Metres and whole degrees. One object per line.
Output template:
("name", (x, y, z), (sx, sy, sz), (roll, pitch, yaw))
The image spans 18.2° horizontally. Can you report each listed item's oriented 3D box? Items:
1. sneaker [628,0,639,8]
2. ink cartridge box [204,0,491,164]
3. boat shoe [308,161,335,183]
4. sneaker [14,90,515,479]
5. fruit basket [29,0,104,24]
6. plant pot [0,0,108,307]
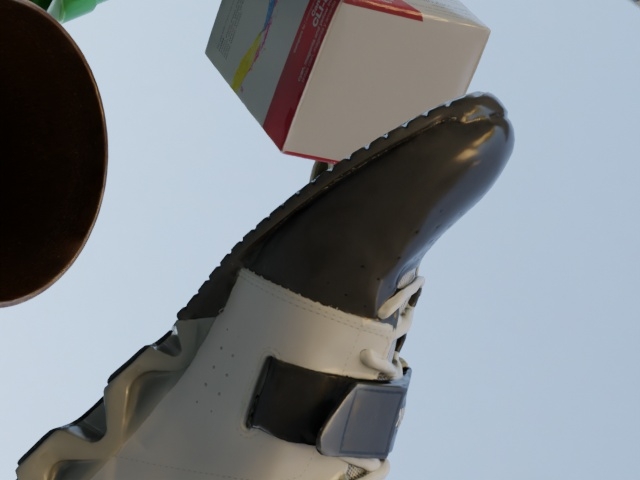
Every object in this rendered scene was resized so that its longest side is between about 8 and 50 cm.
("sneaker", (0.177, -0.177, 0.968), (0.158, 0.410, 0.182), (-49, -136, 2))
("ink cartridge box", (0.015, -0.146, 1.456), (0.176, 0.128, 0.127), (52, -53, 52))
("boat shoe", (0.000, 0.000, 1.503), (0.049, 0.043, 0.137), (13, -94, 45))
("sneaker", (-0.005, 0.076, 0.930), (0.146, 0.122, 0.330), (48, -70, 12))
("fruit basket", (-0.284, -0.350, 1.660), (0.392, 0.392, 0.283), (-51, -164, -12))
("plant pot", (-0.308, -0.065, 1.419), (0.230, 0.215, 0.215), (2, -123, 38))
